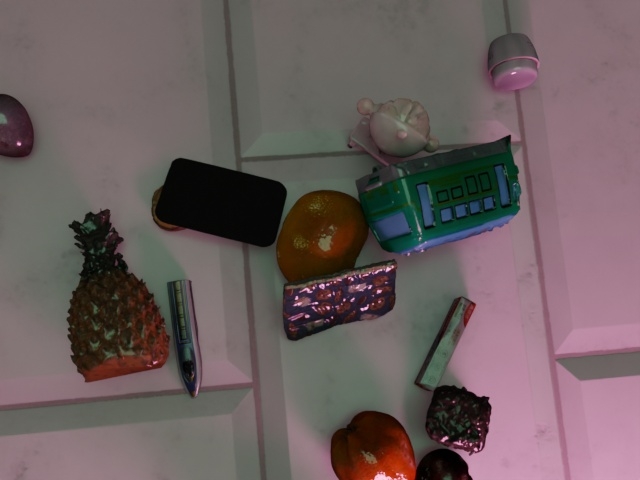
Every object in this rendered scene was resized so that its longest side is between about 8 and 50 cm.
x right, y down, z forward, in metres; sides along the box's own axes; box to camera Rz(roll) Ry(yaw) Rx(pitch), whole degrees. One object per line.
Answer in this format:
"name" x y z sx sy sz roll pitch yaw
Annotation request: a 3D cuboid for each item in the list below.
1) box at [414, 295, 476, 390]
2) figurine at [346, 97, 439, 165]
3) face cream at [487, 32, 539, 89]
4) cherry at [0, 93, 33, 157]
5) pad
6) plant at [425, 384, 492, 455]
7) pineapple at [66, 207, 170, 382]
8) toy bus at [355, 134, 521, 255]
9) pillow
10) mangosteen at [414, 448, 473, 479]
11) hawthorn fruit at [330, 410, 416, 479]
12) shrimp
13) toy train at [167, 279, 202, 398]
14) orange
"box" 0.274 0.226 1.972 0.039 0.055 0.218 28 79 -3
"figurine" 0.153 -0.237 1.937 0.144 0.257 0.182 -35 88 -9
"face cream" 0.443 -0.411 2.069 0.117 0.117 0.104 -4 74 -7
"cherry" -0.703 -0.222 1.923 0.188 0.115 0.148 -43 126 -4
"pad" -0.214 -0.085 1.965 0.267 0.004 0.181 14 58 -3
"plant" 0.289 0.376 1.882 0.131 0.203 0.142 10 87 10
"pineapple" -0.436 0.110 1.850 0.202 0.202 0.362 -14 75 -8
"toy bus" 0.266 -0.094 1.917 0.343 0.183 0.199 -15 87 -28
"pillow" 0.041 0.127 1.905 0.255 0.189 0.034 -14 51 -11
"mangosteen" 0.267 0.508 1.896 0.140 0.140 0.140 1 80 -6
"hawthorn fruit" 0.111 0.449 1.858 0.189 0.189 0.189 1 80 -6
"shrimp" -0.285 -0.085 1.978 0.178 0.034 0.124 -12 75 -6
"toy train" -0.286 0.210 1.916 0.055 0.048 0.252 -8 82 -5
"orange" 0.000 -0.004 1.929 0.179 0.158 0.237 21 80 14
